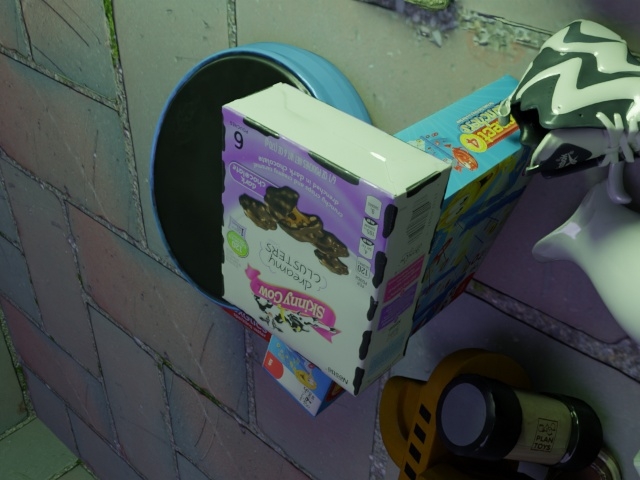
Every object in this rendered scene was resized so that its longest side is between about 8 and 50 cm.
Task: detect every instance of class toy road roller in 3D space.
[{"bbox_3d":[0.180,0.302,0.881,0.241,0.203,0.329,9,83,60],"label":"toy road roller"}]

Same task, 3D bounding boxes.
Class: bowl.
[{"bbox_3d":[-0.097,-0.083,0.975,0.391,0.077,0.390,5,99,36],"label":"bowl"}]

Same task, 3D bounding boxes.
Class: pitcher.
[{"bbox_3d":[0.335,0.013,0.660,0.207,0.126,0.177,45,126,33],"label":"pitcher"}]

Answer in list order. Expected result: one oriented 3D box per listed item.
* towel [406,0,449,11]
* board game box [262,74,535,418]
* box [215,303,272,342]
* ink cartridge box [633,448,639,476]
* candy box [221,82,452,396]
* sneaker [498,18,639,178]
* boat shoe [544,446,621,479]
[{"bbox_3d":[0.089,-0.324,0.761,0.148,0.027,0.110,33,134,30],"label":"towel"},{"bbox_3d":[0.097,0.007,0.751,0.086,0.302,0.308,41,139,21],"label":"board game box"},{"bbox_3d":[-0.071,0.071,1.118,0.257,0.123,0.128,31,133,30],"label":"box"},{"bbox_3d":[0.491,0.322,0.744,0.223,0.045,0.223,-19,101,51],"label":"ink cartridge box"},{"bbox_3d":[0.000,0.000,0.551,0.165,0.070,0.196,31,133,29],"label":"candy box"},{"bbox_3d":[0.260,-0.088,0.606,0.235,0.153,0.094,44,170,25],"label":"sneaker"},{"bbox_3d":[0.322,0.376,0.921,0.095,0.095,0.257,30,134,31],"label":"boat shoe"}]
